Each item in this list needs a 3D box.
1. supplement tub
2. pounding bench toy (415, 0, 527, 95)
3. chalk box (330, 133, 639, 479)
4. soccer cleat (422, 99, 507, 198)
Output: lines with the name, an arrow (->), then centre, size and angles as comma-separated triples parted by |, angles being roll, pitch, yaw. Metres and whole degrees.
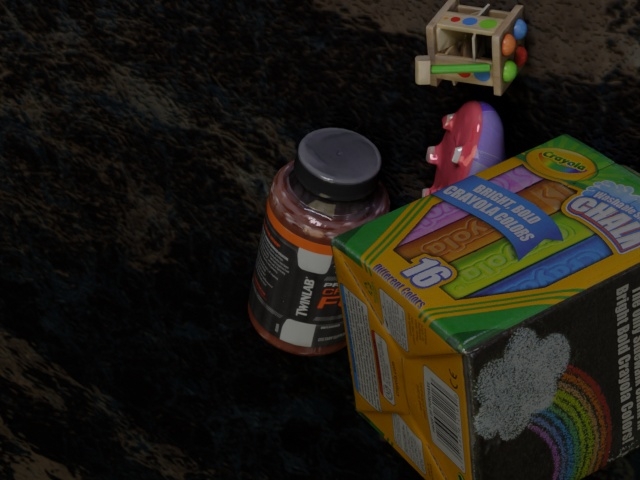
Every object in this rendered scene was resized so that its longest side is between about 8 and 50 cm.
supplement tub -> 0.000, 0.000, 1.357 | 0.106, 0.106, 0.198 | 25, 135, 13
pounding bench toy -> 0.114, -0.137, 1.188 | 0.065, 0.083, 0.052 | 12, 130, 24
chalk box -> 0.181, 0.050, 1.200 | 0.179, 0.289, 0.180 | 40, 146, 48
soccer cleat -> 0.130, -0.009, 1.302 | 0.095, 0.083, 0.248 | 3, 127, -7
